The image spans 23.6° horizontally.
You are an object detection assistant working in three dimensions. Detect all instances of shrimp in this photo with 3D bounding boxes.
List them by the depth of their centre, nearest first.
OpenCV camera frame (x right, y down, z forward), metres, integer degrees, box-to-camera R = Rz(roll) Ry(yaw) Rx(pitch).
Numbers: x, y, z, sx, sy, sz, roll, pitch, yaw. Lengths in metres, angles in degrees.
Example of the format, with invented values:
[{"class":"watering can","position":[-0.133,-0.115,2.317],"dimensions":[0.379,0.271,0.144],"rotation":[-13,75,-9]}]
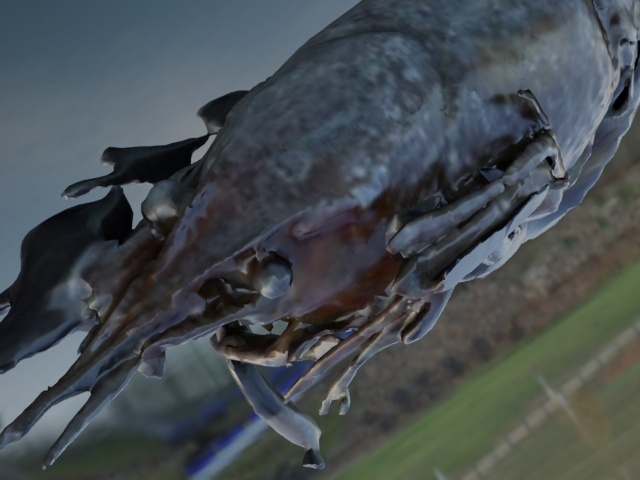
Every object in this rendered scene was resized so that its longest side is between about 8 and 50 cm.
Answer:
[{"class":"shrimp","position":[-0.002,-0.007,0.513],"dimensions":[0.343,0.116,0.145],"rotation":[-31,161,-35]}]
